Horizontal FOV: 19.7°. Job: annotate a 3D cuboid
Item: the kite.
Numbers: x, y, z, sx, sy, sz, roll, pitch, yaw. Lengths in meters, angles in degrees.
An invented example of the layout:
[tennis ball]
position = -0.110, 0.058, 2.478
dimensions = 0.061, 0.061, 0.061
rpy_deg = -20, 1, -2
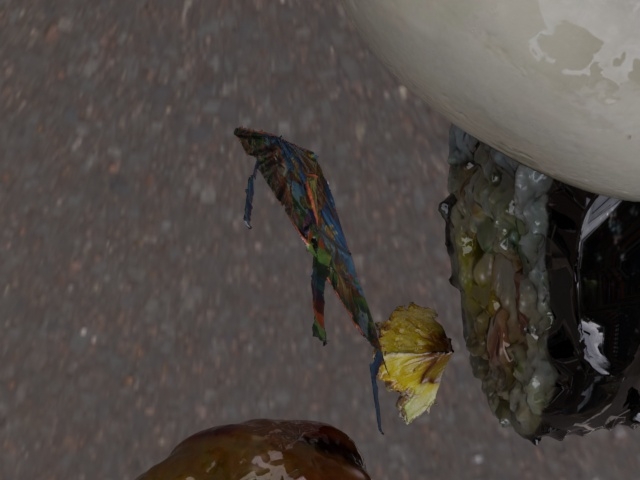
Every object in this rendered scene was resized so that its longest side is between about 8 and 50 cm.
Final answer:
[kite]
position = 0.000, 0.000, 0.975
dimensions = 0.010, 0.160, 0.183
rpy_deg = -21, 125, 15

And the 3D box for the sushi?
[sushi]
position = 0.281, 0.007, 1.674
dimensions = 0.285, 0.329, 0.327
rpy_deg = -5, 94, -11

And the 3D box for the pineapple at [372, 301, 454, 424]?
[pineapple]
position = 0.093, 0.122, 1.739
dimensions = 0.077, 0.114, 0.114
rpy_deg = 7, 117, 20

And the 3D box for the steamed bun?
[steamed bun]
position = 0.145, -0.150, 1.099
dimensions = 0.324, 0.324, 0.206
rpy_deg = 31, 99, -12

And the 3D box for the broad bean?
[broad bean]
position = -0.069, 0.222, 1.469
dimensions = 0.228, 0.122, 0.156
rpy_deg = -24, 138, 6
